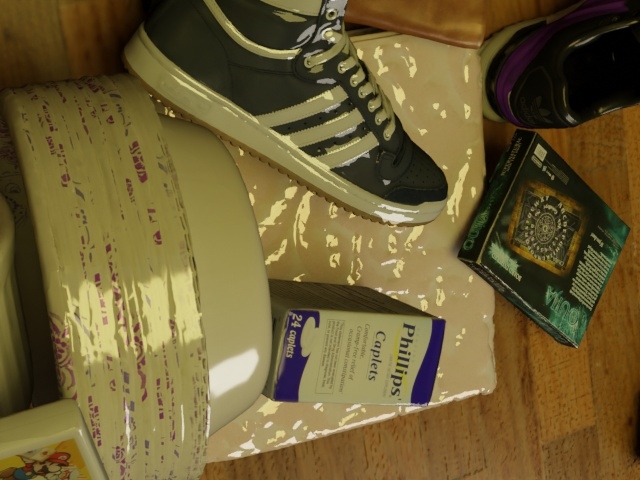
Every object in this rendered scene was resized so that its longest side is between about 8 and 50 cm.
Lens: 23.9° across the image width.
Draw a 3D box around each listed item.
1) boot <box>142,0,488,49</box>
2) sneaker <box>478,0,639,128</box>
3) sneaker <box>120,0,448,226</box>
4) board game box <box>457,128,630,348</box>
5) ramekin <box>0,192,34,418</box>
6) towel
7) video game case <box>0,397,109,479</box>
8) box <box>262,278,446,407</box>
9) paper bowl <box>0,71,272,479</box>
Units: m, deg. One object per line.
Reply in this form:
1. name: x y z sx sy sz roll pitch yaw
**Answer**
1. boot: 0.020 -0.279 1.119 0.281 0.096 0.264 1 103 -17
2. sneaker: 0.277 -0.178 1.281 0.293 0.146 0.102 -36 116 -15
3. sneaker: 0.013 -0.123 1.100 0.282 0.099 0.153 27 114 -27
4. board game box: 0.198 0.002 1.318 0.186 0.026 0.126 38 74 -44
5. ramekin: -0.317 0.071 0.963 0.277 0.277 0.135 -22 120 -22
6. towel: 0.000 0.000 1.235 0.317 0.053 0.331 -12 108 -24
7. video game case: -0.222 0.185 0.905 0.206 0.026 0.227 -16 145 -6
8. box: 0.003 0.076 1.152 0.137 0.126 0.072 5 98 -27
9. paper bowl: -0.126 0.028 1.016 0.148 0.284 0.284 -11 108 -16
